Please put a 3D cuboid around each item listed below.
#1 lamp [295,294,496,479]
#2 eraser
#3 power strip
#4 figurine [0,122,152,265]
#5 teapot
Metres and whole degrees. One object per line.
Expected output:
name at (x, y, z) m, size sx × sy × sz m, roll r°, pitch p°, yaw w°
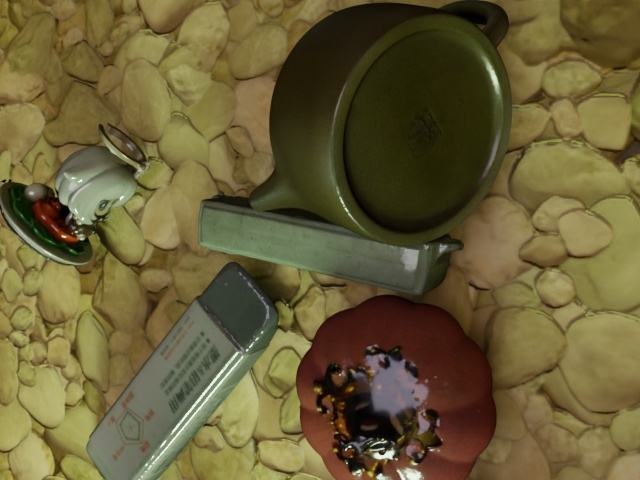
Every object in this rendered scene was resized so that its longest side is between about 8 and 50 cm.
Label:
lamp at (0.060, 0.138, 0.566) m, size 0.182 × 0.140 × 0.182 m, roll -1°, pitch 88°, yaw 23°
eraser at (-0.161, 0.170, 0.719) m, size 0.089 × 0.061 × 0.352 m, roll 47°, pitch 110°, yaw 18°
power strip at (0.000, 0.000, 0.624) m, size 0.272 × 0.078 × 0.052 m, roll 12°, pitch 103°, yaw 25°
figurine at (-0.270, -0.065, 0.742) m, size 0.153 × 0.132 × 0.132 m, roll -42°, pitch 74°, yaw 8°
teapot at (0.047, -0.115, 0.556) m, size 0.268 × 0.186 × 0.175 m, roll -46°, pitch 38°, yaw -10°
